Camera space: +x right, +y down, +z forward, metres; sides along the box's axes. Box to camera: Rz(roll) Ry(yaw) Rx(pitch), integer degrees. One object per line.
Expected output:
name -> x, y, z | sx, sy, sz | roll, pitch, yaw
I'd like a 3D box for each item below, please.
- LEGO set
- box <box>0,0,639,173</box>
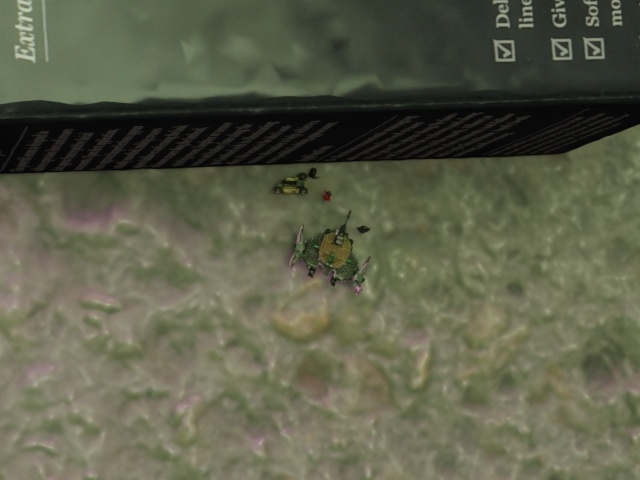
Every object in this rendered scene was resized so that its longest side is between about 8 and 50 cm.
LEGO set -> 0.002, -0.002, 1.035 | 0.054, 0.023, 0.083 | -7, 72, -17
box -> -0.014, -0.197, 0.952 | 0.395, 0.212, 0.293 | -2, 85, -15
